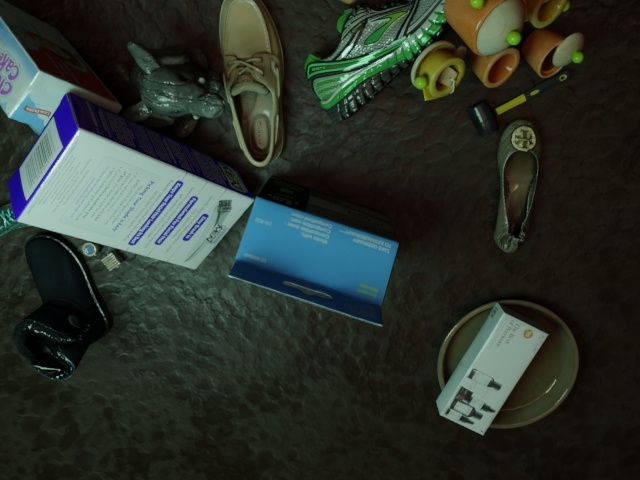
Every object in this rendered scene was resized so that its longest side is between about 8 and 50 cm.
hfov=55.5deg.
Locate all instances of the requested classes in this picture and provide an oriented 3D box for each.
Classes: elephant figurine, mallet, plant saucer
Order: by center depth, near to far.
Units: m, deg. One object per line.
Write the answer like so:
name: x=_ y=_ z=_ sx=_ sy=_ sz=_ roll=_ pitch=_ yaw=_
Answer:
elephant figurine: x=-0.253 y=-0.253 z=0.998 sx=0.186 sy=0.239 sz=0.169 roll=-26 pitch=102 yaw=7
mallet: x=0.364 y=-0.245 z=1.095 sx=0.190 sy=0.039 sz=0.062 roll=-21 pitch=102 yaw=2
plant saucer: x=0.370 y=0.244 z=1.214 sx=0.278 sy=0.041 sz=0.277 roll=0 pitch=104 yaw=1

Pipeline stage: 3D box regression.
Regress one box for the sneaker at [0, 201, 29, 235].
sneaker: x=-0.587 y=-0.040 z=1.143 sx=0.167 sy=0.076 sz=0.064 roll=-27 pitch=103 yaw=8

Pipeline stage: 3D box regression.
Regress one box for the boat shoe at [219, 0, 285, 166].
boat shoe: x=-0.118 y=-0.280 z=1.061 sx=0.109 sy=0.098 sz=0.302 roll=-5 pitch=104 yaw=2

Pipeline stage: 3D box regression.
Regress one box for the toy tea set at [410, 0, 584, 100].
toy tea set: x=0.310 y=-0.305 z=0.943 sx=0.336 sy=0.124 sz=0.200 roll=-18 pitch=143 yaw=-27

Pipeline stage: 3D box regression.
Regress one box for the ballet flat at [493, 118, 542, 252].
ballet flat: x=0.363 y=-0.096 z=1.118 sx=0.084 sy=0.058 sz=0.249 roll=4 pitch=104 yaw=-1

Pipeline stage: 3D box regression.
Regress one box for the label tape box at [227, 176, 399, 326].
label tape box: x=0.000 y=0.000 z=1.008 sx=0.241 sy=0.333 sz=0.105 roll=18 pitch=104 yaw=-3

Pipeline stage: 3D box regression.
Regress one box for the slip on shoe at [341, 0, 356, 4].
slip on shoe: x=0.129 y=-0.525 z=0.997 sx=0.331 sy=0.123 sz=0.101 roll=-42 pitch=123 yaw=10

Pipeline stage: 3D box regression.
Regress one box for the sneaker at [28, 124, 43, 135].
sneaker: x=-0.533 y=-0.252 z=1.090 sx=0.063 sy=0.073 sz=0.162 roll=-30 pitch=101 yaw=8

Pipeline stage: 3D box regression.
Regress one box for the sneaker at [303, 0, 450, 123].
sneaker: x=0.110 y=-0.351 z=1.003 sx=0.344 sy=0.134 sz=0.146 roll=-38 pitch=96 yaw=21

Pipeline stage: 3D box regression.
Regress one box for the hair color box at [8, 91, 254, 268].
hair color box: x=-0.299 y=-0.082 z=1.004 sx=0.185 sy=0.110 sz=0.339 roll=-47 pitch=139 yaw=19

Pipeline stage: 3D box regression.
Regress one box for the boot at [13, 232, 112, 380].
boot: x=-0.493 y=0.115 z=1.113 sx=0.094 sy=0.207 sz=0.246 roll=-26 pitch=102 yaw=8

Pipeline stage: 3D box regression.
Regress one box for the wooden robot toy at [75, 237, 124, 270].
wooden robot toy: x=-0.439 y=-0.016 z=1.145 sx=0.076 sy=0.079 sz=0.173 roll=-19 pitch=103 yaw=6

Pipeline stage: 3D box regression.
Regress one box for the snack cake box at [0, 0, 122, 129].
snack cake box: x=-0.458 y=-0.278 z=0.979 sx=0.089 sy=0.152 sz=0.264 roll=-50 pitch=61 yaw=12

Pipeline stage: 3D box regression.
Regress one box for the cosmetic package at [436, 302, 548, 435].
cosmetic package: x=0.326 y=0.248 z=1.164 sx=0.099 sy=0.060 sz=0.238 roll=25 pitch=104 yaw=-6
